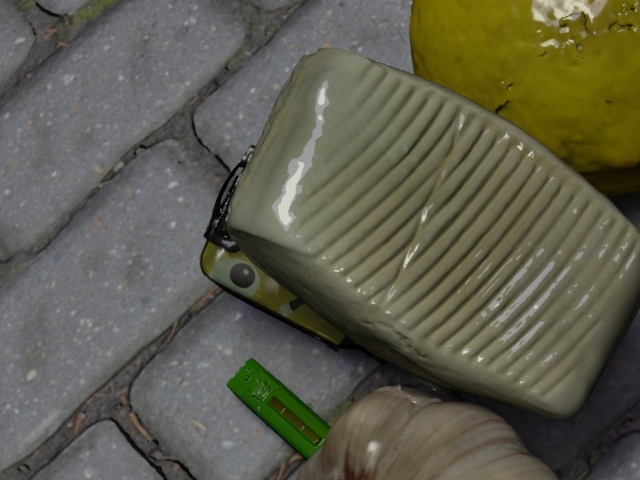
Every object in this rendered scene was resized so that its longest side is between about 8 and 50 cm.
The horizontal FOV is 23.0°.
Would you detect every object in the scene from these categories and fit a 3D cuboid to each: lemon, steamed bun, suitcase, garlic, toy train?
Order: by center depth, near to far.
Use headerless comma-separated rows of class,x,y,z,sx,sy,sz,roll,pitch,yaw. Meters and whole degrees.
garlic,0.091,0.294,1.455,0.322,0.241,0.322,-3,78,17
steamed bun,0.101,-0.001,1.480,0.383,0.236,0.247,29,80,-9
lemon,0.262,-0.225,1.598,0.350,0.350,0.387,-17,57,11
toy train,-0.015,0.202,1.651,0.209,0.042,0.044,38,82,31
suitcase,0.000,0.000,1.657,0.235,0.143,0.194,28,88,-3
